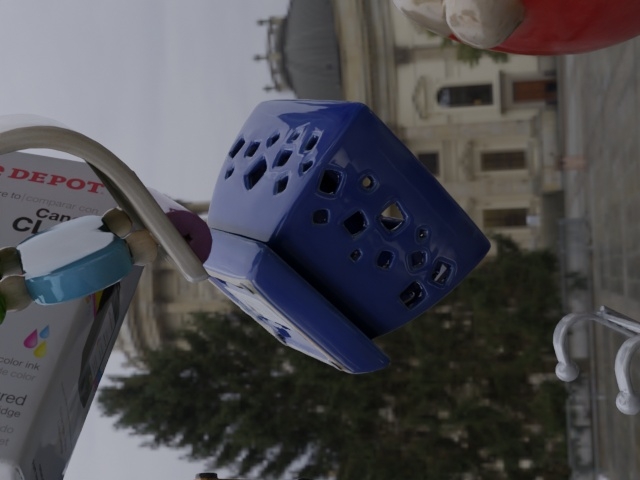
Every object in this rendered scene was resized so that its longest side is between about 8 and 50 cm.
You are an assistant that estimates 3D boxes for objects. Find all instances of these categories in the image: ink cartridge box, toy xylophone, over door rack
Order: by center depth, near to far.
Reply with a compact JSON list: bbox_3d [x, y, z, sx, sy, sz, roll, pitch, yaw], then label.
[{"bbox_3d":[-0.198,0.032,0.354,0.236,0.322,0.081,-133,24,-74],"label":"toy xylophone"},{"bbox_3d":[0.355,0.139,0.713,0.239,0.324,0.108,-156,80,-79],"label":"over door rack"},{"bbox_3d":[-0.293,0.068,0.815,0.131,0.226,0.306,98,-178,-48],"label":"ink cartridge box"}]

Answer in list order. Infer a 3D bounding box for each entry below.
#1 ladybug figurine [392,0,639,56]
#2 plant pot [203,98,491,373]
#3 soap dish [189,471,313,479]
[{"bbox_3d":[0.200,-0.278,0.619,0.449,0.162,0.305,-59,14,-18],"label":"ladybug figurine"},{"bbox_3d":[0.000,0.000,1.089,0.236,0.236,0.212,43,-104,-27],"label":"plant pot"},{"bbox_3d":[-0.143,0.337,1.128,0.228,0.290,0.118,18,-117,-47],"label":"soap dish"}]
